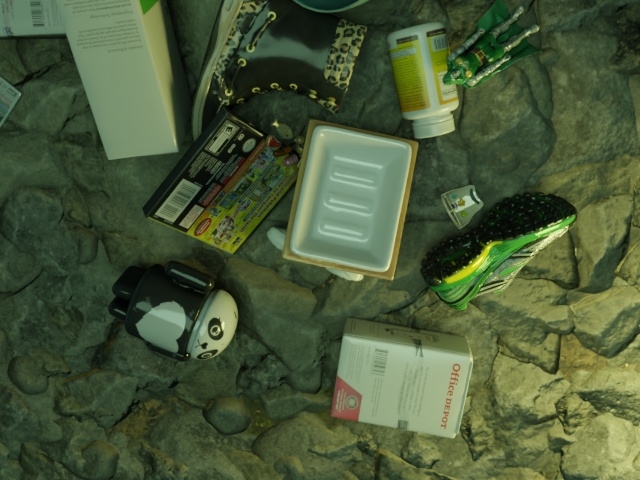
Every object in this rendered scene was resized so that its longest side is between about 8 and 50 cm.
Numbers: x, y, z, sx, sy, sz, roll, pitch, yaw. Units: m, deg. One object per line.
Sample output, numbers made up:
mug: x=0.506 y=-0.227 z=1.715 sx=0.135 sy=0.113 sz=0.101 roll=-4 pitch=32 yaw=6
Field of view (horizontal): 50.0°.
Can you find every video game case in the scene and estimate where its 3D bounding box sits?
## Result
video game case: x=-0.191 y=-0.113 z=1.430 sx=0.248 sy=0.035 sz=0.275 roll=27 pitch=110 yaw=-44
video game case: x=-0.728 y=-0.306 z=1.521 sx=0.087 sy=0.011 sz=0.122 roll=39 pitch=105 yaw=-6

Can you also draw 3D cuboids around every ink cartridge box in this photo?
ink cartridge box: x=0.178 y=0.306 z=1.537 sx=0.283 sy=0.117 sz=0.207 roll=9 pitch=105 yaw=4
ink cartridge box: x=-0.575 y=-0.494 z=1.375 sx=0.233 sy=0.168 sz=0.171 roll=0 pitch=104 yaw=6

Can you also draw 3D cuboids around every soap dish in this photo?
soap dish: x=0.060 y=-0.081 z=1.406 sx=0.229 sy=0.118 sz=0.290 roll=11 pitch=85 yaw=-1

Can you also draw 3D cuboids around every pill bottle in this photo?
pill bottle: x=0.208 y=-0.318 z=1.370 sx=0.117 sy=0.117 sz=0.215 roll=-11 pitch=103 yaw=8

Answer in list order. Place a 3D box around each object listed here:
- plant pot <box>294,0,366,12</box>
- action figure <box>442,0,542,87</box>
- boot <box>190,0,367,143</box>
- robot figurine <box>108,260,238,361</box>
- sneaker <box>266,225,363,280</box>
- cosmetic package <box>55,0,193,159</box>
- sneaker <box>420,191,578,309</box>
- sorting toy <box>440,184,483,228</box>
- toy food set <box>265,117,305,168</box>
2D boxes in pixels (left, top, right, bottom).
plant pot: x=0.062 y=-0.575 z=1.257 sx=0.290 sy=0.195 sz=0.290 roll=15 pitch=117 yaw=32
action figure: x=0.320 y=-0.365 z=1.323 sx=0.232 sy=0.063 sz=0.137 roll=-40 pitch=88 yaw=-18
boot: x=-0.093 y=-0.320 z=1.388 sx=0.284 sy=0.138 sz=0.377 roll=18 pitch=114 yaw=-6
robot figurine: x=-0.322 y=0.157 z=1.517 sx=0.278 sy=0.209 sz=0.173 roll=22 pitch=70 yaw=0
sneaker: x=0.000 y=0.000 z=1.500 sx=0.232 sy=0.090 sz=0.115 roll=20 pitch=98 yaw=-8
cosmetic package: x=-0.371 y=-0.363 z=1.327 sx=0.155 sy=0.197 sz=0.365 roll=-7 pitch=123 yaw=6
sneaker: x=0.385 y=0.020 z=1.454 sx=0.344 sy=0.134 sz=0.146 roll=-31 pitch=125 yaw=9
sorting toy: x=0.306 y=-0.080 z=1.464 sx=0.075 sy=0.045 sz=0.083 roll=-28 pitch=99 yaw=4
toy food set: x=-0.066 y=-0.190 z=1.402 sx=0.122 sy=0.019 sz=0.078 roll=25 pitch=97 yaw=-44
